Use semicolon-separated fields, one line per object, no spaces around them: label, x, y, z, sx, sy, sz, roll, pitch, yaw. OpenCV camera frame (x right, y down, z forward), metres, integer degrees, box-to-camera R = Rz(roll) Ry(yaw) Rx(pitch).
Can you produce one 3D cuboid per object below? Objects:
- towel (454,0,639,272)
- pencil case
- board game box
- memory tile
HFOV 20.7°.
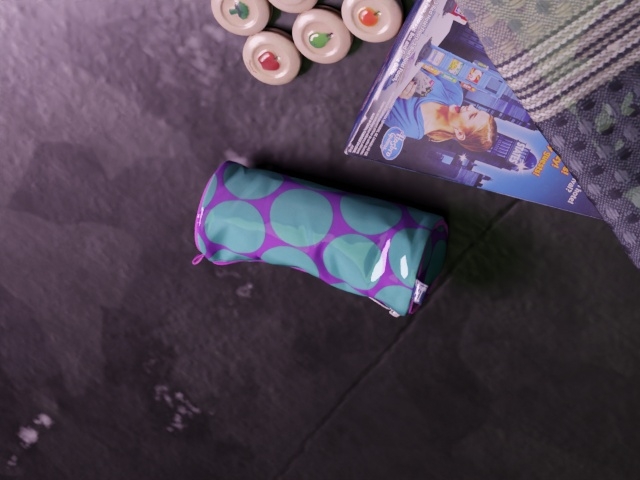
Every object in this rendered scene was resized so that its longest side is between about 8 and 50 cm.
towel;0.279;-0.099;0.889;0.324;0.056;0.312;-33;108;18
pencil case;0.000;0.000;1.094;0.152;0.064;0.070;16;104;9
board game box;0.141;-0.092;0.974;0.194;0.060;0.194;26;126;-4
memory tile;-0.027;-0.163;1.015;0.113;0.012;0.148;-19;116;30
